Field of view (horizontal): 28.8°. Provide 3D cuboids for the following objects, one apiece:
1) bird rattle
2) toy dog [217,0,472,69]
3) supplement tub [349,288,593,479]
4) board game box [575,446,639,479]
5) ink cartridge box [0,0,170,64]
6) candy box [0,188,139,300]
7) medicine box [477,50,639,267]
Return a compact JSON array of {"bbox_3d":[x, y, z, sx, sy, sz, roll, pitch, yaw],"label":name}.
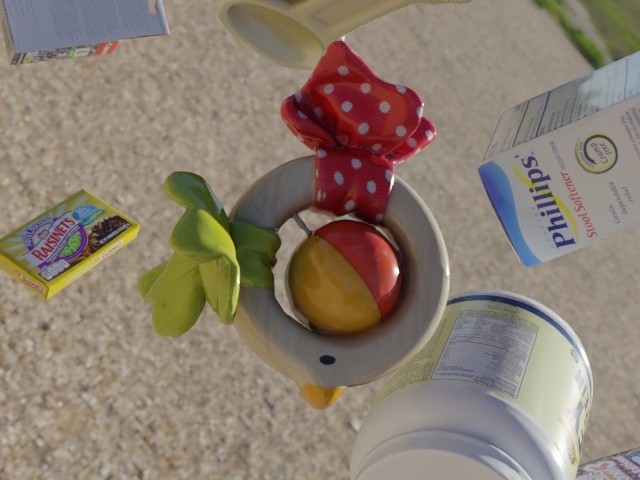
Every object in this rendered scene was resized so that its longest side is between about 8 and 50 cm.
[{"bbox_3d":[0.000,0.000,0.876,0.253,0.143,0.207,-36,88,-29],"label":"bird rattle"},{"bbox_3d":[-0.029,-0.437,1.273,0.395,0.284,0.408,19,62,-34],"label":"toy dog"},{"bbox_3d":[0.167,0.222,1.369,0.235,0.235,0.325,47,30,-7],"label":"supplement tub"},{"bbox_3d":[0.446,0.387,1.567,0.141,0.291,0.232,-153,-129,-74],"label":"board game box"},{"bbox_3d":[-0.173,-0.166,0.899,0.115,0.029,0.063,-11,81,-24],"label":"ink cartridge box"},{"bbox_3d":[-0.344,0.001,1.673,0.105,0.027,0.206,31,35,12],"label":"candy box"},{"bbox_3d":[0.365,-0.120,1.557,0.149,0.289,0.263,62,22,-11],"label":"medicine box"}]
